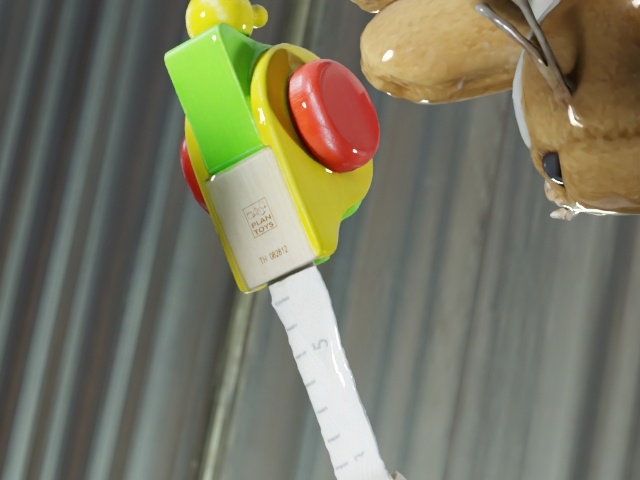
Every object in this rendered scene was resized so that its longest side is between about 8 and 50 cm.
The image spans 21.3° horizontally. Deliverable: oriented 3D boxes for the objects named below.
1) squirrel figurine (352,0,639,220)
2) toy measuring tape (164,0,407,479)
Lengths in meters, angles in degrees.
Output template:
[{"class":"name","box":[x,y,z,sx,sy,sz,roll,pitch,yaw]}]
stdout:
[{"class":"squirrel figurine","box":[0.201,-0.178,0.850,0.397,0.370,0.281,-19,136,-11]},{"class":"toy measuring tape","box":[0.000,0.000,1.015,0.121,0.330,0.121,-21,174,-2]}]
